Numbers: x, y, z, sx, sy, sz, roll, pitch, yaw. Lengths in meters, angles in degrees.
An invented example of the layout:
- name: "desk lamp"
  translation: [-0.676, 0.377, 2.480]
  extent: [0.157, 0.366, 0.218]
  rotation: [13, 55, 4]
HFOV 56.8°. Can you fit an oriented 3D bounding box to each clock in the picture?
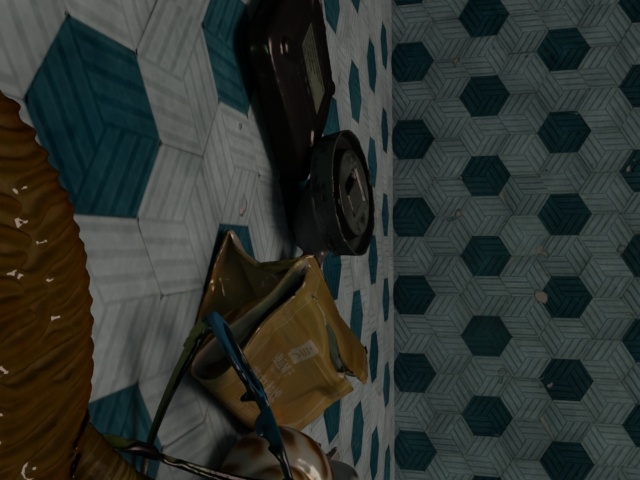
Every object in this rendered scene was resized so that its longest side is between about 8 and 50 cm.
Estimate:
- name: "clock"
  translation: [0.042, -0.083, 1.058]
  extent: [0.226, 0.049, 0.226]
  rotation: [-4, 90, -69]

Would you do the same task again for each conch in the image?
- name: "conch"
  translation: [-0.058, 0.341, 0.783]
  extent: [0.275, 0.149, 0.182]
  rotation: [47, 43, -70]

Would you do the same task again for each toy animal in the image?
- name: "toy animal"
  translation: [-0.005, -0.014, 1.115]
  extent: [0.324, 0.090, 0.195]
  rotation: [-68, 152, -62]

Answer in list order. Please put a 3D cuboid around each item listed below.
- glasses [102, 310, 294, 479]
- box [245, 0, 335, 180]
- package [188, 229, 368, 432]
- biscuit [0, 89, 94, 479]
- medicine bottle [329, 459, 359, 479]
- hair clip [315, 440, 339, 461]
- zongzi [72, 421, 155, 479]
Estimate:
- name: "glasses"
  translation: [-0.110, 0.208, 0.588]
  extent: [0.207, 0.102, 0.239]
  rotation: [-42, 121, -39]
- name: "box"
  translation: [-0.043, -0.287, 1.012]
  extent: [0.290, 0.073, 0.289]
  rotation: [76, 20, -45]
- name: "package"
  translation: [-0.038, 0.151, 0.841]
  extent: [0.311, 0.165, 0.221]
  rotation: [68, 25, -53]
- name: "biscuit"
  translation: [-0.194, 0.039, 0.281]
  extent: [0.318, 0.040, 0.318]
  rotation: [-8, 90, -84]
- name: "medicine bottle"
  translation: [0.004, 0.530, 1.039]
  extent: [0.144, 0.144, 0.252]
  rotation: [-33, 121, -73]
- name: "hair clip"
  translation: [-0.008, 0.520, 1.194]
  extent: [0.140, 0.054, 0.220]
  rotation: [85, 17, -44]
- name: "zongzi"
  translation: [-0.179, 0.282, 0.397]
  extent: [0.288, 0.134, 0.286]
  rotation: [67, 28, -25]
